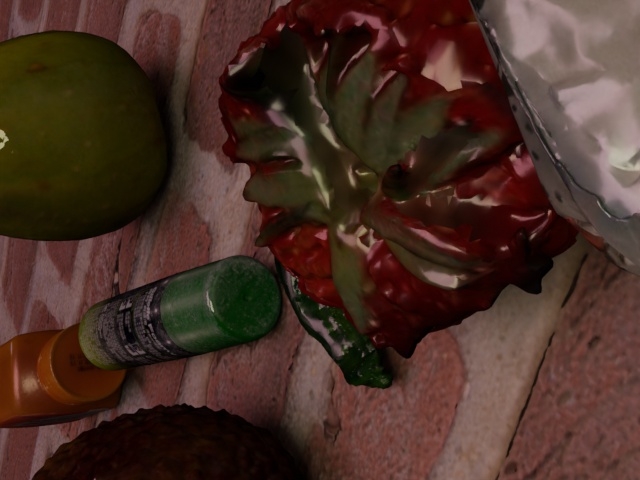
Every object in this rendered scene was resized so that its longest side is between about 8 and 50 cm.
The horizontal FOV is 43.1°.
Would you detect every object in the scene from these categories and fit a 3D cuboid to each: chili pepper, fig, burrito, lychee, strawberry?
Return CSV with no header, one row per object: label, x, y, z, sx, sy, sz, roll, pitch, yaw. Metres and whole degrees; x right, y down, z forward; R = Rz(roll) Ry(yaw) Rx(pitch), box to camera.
chili pepper,0.000,0.000,0.717,0.122,0.065,0.278,-23,70,41
fig,-0.341,-0.114,0.964,0.258,0.326,0.258,22,122,41
burrito,0.131,-0.119,0.347,0.139,0.101,0.445,-20,73,23
lychee,-0.139,0.264,0.718,0.261,0.261,0.260,-7,81,53
strawberry,0.068,-0.077,0.532,0.261,0.258,0.261,23,129,32

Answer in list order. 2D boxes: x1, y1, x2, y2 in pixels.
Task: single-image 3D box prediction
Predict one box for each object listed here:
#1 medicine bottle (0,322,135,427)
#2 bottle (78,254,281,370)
medicine bottle,-0.354,0.184,1.098,0.222,0.149,0.112,-27,67,49
bottle,-0.168,0.088,0.906,0.330,0.093,0.093,-18,72,51
